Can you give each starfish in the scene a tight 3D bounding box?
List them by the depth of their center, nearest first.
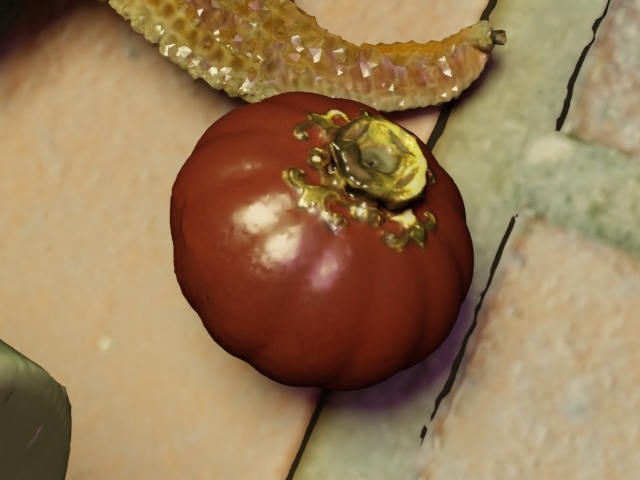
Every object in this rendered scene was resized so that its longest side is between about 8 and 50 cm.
[{"bbox_3d":[-0.069,-0.163,0.567,0.299,0.060,0.302,-24,86,-10],"label":"starfish"}]

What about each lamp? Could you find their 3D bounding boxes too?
[{"bbox_3d":[0.000,0.000,0.530,0.101,0.090,0.101,17,46,-19],"label":"lamp"}]

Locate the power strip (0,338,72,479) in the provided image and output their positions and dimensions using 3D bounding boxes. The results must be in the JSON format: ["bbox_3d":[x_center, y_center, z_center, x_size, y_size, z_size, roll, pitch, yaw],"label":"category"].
[{"bbox_3d":[-0.211,0.115,0.384,0.161,0.357,0.357,34,78,10],"label":"power strip"}]
